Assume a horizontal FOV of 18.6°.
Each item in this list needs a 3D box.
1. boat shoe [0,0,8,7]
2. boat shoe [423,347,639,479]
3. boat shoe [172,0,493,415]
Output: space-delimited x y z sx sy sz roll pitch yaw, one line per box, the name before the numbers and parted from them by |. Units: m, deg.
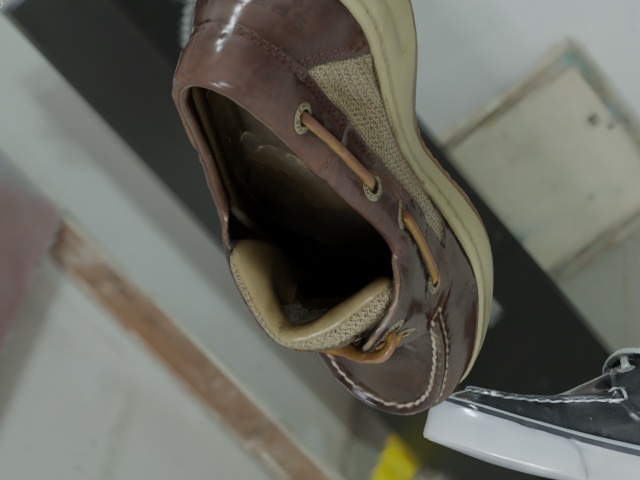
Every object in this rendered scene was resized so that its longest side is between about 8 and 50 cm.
boat shoe | -0.345 -0.278 2.001 0.035 0.100 0.035 15 60 30
boat shoe | 0.219 0.116 1.291 0.108 0.301 0.102 155 124 -82
boat shoe | 0.000 0.000 0.928 0.123 0.342 0.123 13 58 19
